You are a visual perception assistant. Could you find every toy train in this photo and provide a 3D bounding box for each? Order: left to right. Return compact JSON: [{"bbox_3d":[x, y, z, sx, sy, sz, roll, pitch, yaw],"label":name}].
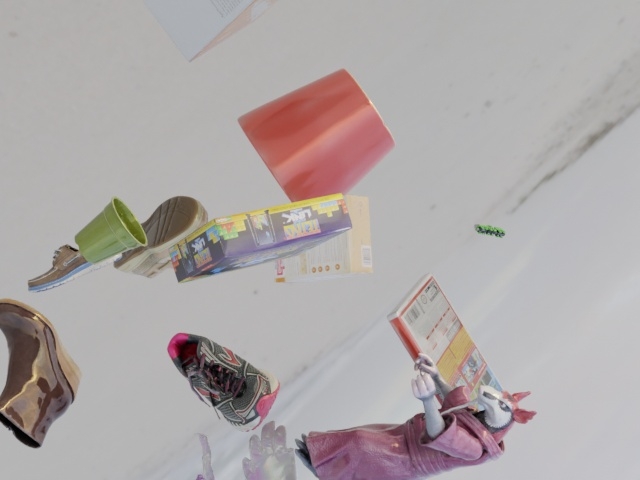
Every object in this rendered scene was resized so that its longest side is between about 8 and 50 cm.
[{"bbox_3d":[0.331,-0.020,2.015,0.083,0.023,0.017,10,119,-41],"label":"toy train"}]

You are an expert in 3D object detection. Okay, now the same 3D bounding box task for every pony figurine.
[{"bbox_3d":[-0.179,0.546,1.940,0.363,0.351,0.303,-14,179,-40],"label":"pony figurine"}]

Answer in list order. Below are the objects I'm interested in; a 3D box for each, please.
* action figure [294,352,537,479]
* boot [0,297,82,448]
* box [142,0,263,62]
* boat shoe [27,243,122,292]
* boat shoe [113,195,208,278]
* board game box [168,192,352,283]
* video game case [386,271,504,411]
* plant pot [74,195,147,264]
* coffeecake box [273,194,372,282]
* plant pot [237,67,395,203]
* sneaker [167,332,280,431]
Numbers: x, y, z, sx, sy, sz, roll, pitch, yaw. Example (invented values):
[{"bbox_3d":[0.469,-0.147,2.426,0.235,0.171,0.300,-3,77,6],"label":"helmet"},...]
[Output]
[{"bbox_3d":[0.158,0.322,1.559,0.370,0.275,0.248,-19,178,23],"label":"action figure"},{"bbox_3d":[-0.574,0.252,1.980,0.090,0.248,0.207,-26,-158,30],"label":"boot"},{"bbox_3d":[-0.147,-0.503,1.873,0.215,0.168,0.345,-41,-171,-34],"label":"box"},{"bbox_3d":[-0.467,0.039,1.919,0.183,0.066,0.066,-24,-174,-9],"label":"boat shoe"},{"bbox_3d":[-0.324,-0.001,2.216,0.341,0.110,0.121,-23,-134,50],"label":"boat shoe"},{"bbox_3d":[-0.071,-0.002,1.194,0.170,0.048,0.141,-13,174,-31],"label":"board game box"},{"bbox_3d":[0.229,0.211,1.794,0.025,0.285,0.204,-30,-176,29],"label":"video game case"},{"bbox_3d":[-0.300,-0.007,1.447,0.079,0.083,0.083,-32,175,5],"label":"plant pot"},{"bbox_3d":[0.000,0.000,1.893,0.185,0.142,0.068,-9,172,39],"label":"coffeecake box"},{"bbox_3d":[0.001,-0.206,2.096,0.243,0.275,0.275,-35,174,2],"label":"plant pot"},{"bbox_3d":[-0.186,0.258,1.895,0.299,0.112,0.121,19,-106,52],"label":"sneaker"}]
